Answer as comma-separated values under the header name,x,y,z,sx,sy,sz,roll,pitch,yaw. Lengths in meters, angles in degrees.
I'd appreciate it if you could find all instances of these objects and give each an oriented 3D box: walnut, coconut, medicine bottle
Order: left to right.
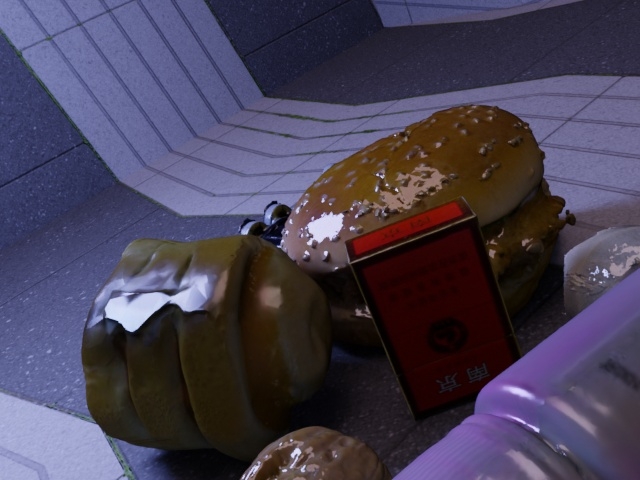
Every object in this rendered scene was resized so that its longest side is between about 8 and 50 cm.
name,x,y,z,sx,sy,sz,roll,pitch,yaw
walnut,-0.016,0.275,0.771,0.155,0.155,0.184,3,36,46
medicine bottle,0.255,0.174,0.650,0.388,0.219,0.219,-31,24,-21
coconut,0.358,0.057,0.890,0.161,0.161,0.162,-24,3,-2

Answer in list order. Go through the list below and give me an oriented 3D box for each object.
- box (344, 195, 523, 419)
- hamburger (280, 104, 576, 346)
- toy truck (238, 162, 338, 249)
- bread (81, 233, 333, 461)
name,x,y,z,sx,sy,sz,roll,pitch,yaw
box,0.140,0.085,0.923,0.153,0.240,0.074,-23,25,1
hamburger,0.173,-0.011,1.093,0.445,0.268,0.287,-26,27,-10
toy truck,0.000,0.000,1.322,0.146,0.175,0.367,6,37,47
bread,-0.155,0.133,1.020,0.341,0.210,0.301,2,73,34
